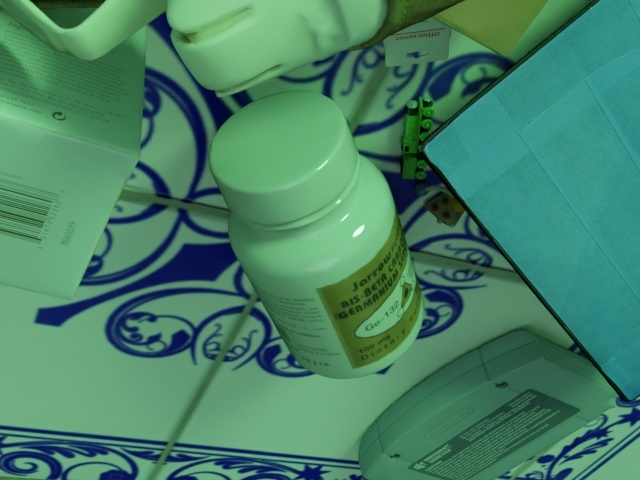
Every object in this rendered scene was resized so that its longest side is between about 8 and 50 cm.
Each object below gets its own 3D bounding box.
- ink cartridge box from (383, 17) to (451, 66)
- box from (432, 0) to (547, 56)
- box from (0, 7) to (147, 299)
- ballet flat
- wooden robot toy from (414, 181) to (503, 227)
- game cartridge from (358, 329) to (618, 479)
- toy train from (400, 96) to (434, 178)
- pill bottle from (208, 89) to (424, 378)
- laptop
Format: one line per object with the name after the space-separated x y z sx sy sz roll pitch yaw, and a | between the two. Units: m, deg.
0.064 -0.164 0.560 0.048 0.028 0.083 -7 137 0 | ink cartridge box
0.103 -0.226 0.475 0.164 0.021 0.201 22 122 -20 | box
-0.173 -0.074 0.508 0.091 0.170 0.130 16 132 -24 | box
-0.068 -0.134 0.381 0.343 0.124 0.116 16 156 24 | ballet flat
0.144 -0.050 0.661 0.076 0.079 0.173 13 133 -23 | wooden robot toy
0.191 0.216 0.977 0.196 0.060 0.294 23 128 -35 | game cartridge
0.077 -0.082 0.661 0.024 0.017 0.083 2 137 3 | toy train
0.000 0.000 0.649 0.131 0.131 0.229 -16 137 7 | pill bottle
0.364 -0.033 0.562 0.408 0.236 0.382 7 149 51 | laptop
